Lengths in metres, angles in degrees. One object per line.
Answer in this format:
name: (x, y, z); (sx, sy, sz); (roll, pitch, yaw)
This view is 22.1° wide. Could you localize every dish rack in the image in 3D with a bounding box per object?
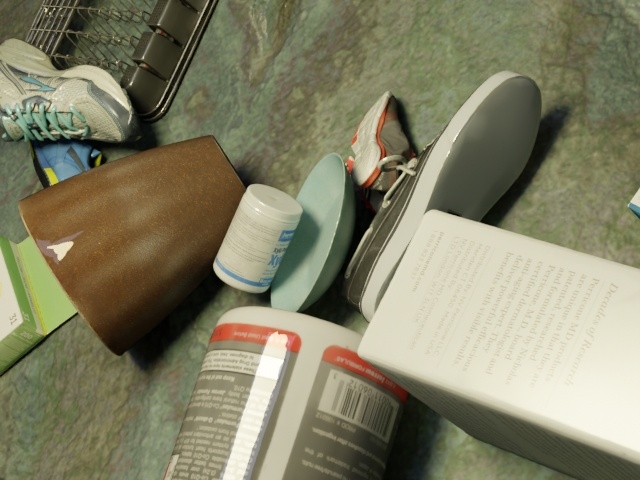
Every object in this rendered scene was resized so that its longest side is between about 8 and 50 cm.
dish rack: (-0.281, -0.277, 2.176); (0.272, 0.074, 0.208); (12, 72, 41)

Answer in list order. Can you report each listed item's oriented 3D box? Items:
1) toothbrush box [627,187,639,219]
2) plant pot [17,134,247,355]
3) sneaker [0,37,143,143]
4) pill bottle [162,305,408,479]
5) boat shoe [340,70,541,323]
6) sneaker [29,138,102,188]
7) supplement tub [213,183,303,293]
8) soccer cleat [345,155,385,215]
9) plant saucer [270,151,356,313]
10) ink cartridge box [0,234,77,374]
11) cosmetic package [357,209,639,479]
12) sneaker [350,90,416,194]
toothbrush box: (0.464, -0.035, 1.463); (0.295, 0.126, 0.216); (34, 88, 41)
plant pot: (-0.194, -0.018, 1.897); (0.230, 0.215, 0.215); (-33, 50, 0)
sneaker: (-0.345, -0.161, 2.082); (0.283, 0.110, 0.122); (20, 51, 36)
pill bottle: (-0.056, 0.266, 1.619); (0.210, 0.210, 0.362); (5, 69, 38)
boat shoe: (0.121, -0.051, 1.734); (0.105, 0.113, 0.306); (38, 107, 48)
sneaker: (-0.331, -0.107, 2.131); (0.082, 0.069, 0.209); (-17, 38, -14)
supplement tub: (-0.071, -0.001, 1.838); (0.071, 0.071, 0.107); (45, 118, 42)
soccer cleat: (0.055, -0.066, 1.844); (0.036, 0.029, 0.083); (-30, 54, 8)
plant saucer: (0.000, 0.000, 1.801); (0.195, 0.037, 0.195); (-162, 90, -73)
ink cartridge box: (-0.380, 0.054, 2.076); (0.235, 0.056, 0.171); (-39, 49, 15)
cosmetic package: (0.284, 0.134, 1.432); (0.453, 0.230, 0.161); (19, 77, 40)
sneaker: (0.075, -0.102, 1.837); (0.061, 0.065, 0.158); (-48, 21, 40)
